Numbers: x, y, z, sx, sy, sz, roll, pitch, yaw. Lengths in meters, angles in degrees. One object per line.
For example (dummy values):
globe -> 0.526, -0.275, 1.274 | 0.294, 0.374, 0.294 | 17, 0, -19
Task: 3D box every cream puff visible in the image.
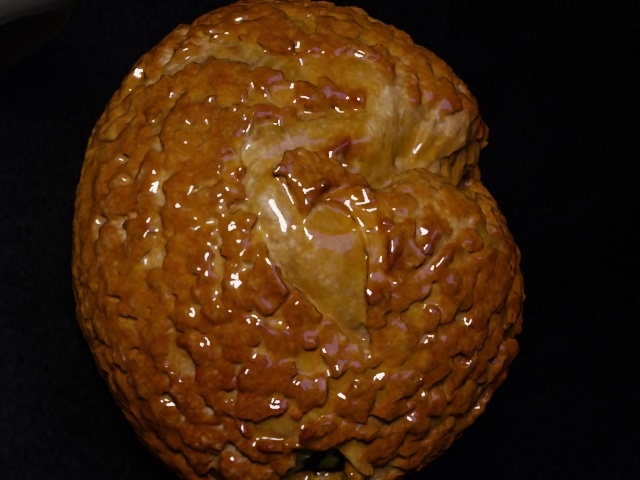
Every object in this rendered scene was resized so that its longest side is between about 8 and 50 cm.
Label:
cream puff -> 0.000, 0.000, 1.085 | 0.303, 0.212, 0.303 | 18, 60, -34

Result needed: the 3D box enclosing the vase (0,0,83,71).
vase -> -0.263, -0.226, 0.954 | 0.173, 0.173, 0.321 | -27, 90, -45
